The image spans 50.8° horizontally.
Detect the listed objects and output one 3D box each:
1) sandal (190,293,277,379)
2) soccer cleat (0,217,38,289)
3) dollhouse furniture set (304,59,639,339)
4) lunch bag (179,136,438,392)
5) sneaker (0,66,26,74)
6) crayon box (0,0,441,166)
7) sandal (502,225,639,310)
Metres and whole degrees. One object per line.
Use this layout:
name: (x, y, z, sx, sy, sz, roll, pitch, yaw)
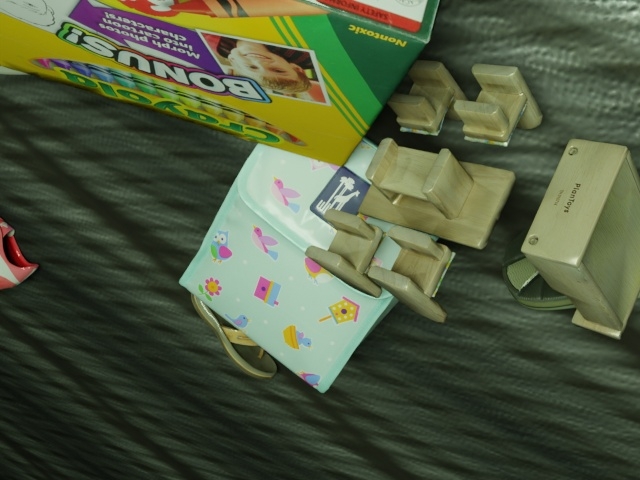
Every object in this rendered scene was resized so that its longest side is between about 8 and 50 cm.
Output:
sandal: (-0.118, 0.129, 0.979, 0.049, 0.072, 0.180, -33, 98, 18)
soccer cleat: (-0.567, -0.033, 1.116, 0.095, 0.083, 0.248, -24, 104, 7)
dollhouse furniture set: (0.153, -0.021, 0.608, 0.242, 0.212, 0.161, 19, 168, 41)
lunch bag: (0.000, 0.000, 0.761, 0.223, 0.160, 0.262, 37, 117, 7)
sneaker: (-0.351, -0.266, 0.837, 0.222, 0.083, 0.118, 10, 107, 31)
crayon box: (-0.116, -0.186, 0.531, 0.363, 0.106, 0.313, 16, 170, -5)
sandal: (0.328, 0.016, 0.634, 0.302, 0.120, 0.086, -7, 145, 34)
